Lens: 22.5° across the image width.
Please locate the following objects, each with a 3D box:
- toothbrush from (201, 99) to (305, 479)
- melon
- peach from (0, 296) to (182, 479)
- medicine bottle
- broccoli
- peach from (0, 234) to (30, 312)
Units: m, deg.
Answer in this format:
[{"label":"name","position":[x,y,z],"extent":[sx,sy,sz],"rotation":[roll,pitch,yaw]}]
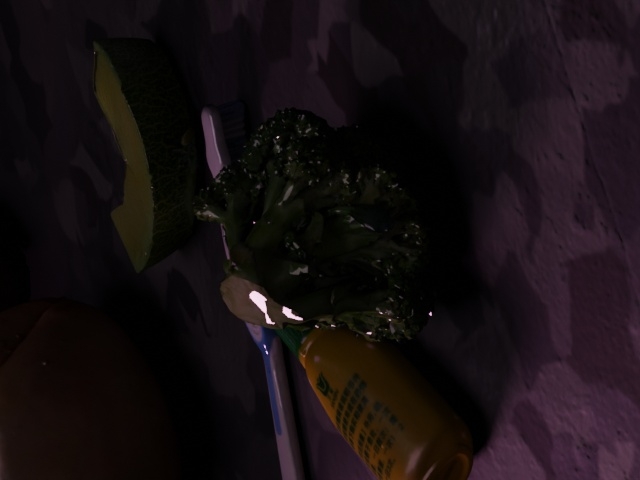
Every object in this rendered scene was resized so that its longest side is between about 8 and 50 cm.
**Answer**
[{"label":"toothbrush","position":[-0.054,0.071,1.362],"extent":[0.040,0.040,0.386],"rotation":[13,116,56]},{"label":"melon","position":[-0.153,-0.071,1.430],"extent":[0.118,0.064,0.209],"rotation":[43,141,38]},{"label":"peach","position":[-0.272,0.201,1.577],"extent":[0.292,0.247,0.292],"rotation":[-16,62,32]},{"label":"medicine bottle","position":[0.020,0.096,1.230],"extent":[0.260,0.064,0.095],"rotation":[47,139,35]},{"label":"broccoli","position":[0.000,0.000,1.139],"extent":[0.195,0.156,0.195],"rotation":[22,145,16]},{"label":"peach","position":[-0.461,0.132,1.808],"extent":[0.257,0.201,0.362],"rotation":[-29,58,52]}]
